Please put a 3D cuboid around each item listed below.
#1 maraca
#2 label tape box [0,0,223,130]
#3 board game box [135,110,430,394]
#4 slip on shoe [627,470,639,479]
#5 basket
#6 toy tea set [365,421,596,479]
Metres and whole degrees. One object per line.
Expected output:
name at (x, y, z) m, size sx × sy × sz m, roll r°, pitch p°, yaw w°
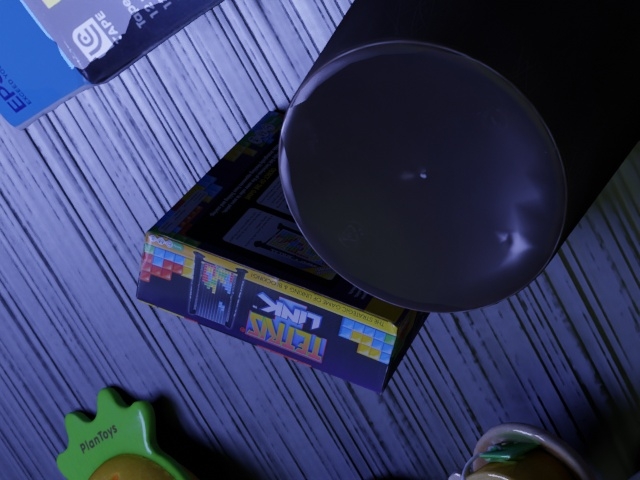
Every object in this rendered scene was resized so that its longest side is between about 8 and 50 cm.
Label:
maraca at (-0.125, 0.194, 1.042) m, size 0.127 × 0.099 × 0.185 m, roll -34°, pitch 75°, yaw 32°
label tape box at (-0.098, -0.242, 0.767) m, size 0.348 × 0.115 × 0.249 m, roll -27°, pitch 105°, yaw 35°
board game box at (0.000, 0.000, 0.826) m, size 0.141 × 0.170 × 0.048 m, roll 22°, pitch 123°, yaw 12°
slip on shoe at (0.313, 0.242, 0.874) m, size 0.331 × 0.101 × 0.123 m, roll 38°, pitch 128°, yaw 1°
basket at (0.080, -0.078, 0.712) m, size 0.154 × 0.227 × 0.204 m, roll 2°, pitch 118°, yaw 22°
toy tea set at (0.095, 0.226, 0.897) m, size 0.200 × 0.124 × 0.336 m, roll 54°, pitch 139°, yaw -3°
